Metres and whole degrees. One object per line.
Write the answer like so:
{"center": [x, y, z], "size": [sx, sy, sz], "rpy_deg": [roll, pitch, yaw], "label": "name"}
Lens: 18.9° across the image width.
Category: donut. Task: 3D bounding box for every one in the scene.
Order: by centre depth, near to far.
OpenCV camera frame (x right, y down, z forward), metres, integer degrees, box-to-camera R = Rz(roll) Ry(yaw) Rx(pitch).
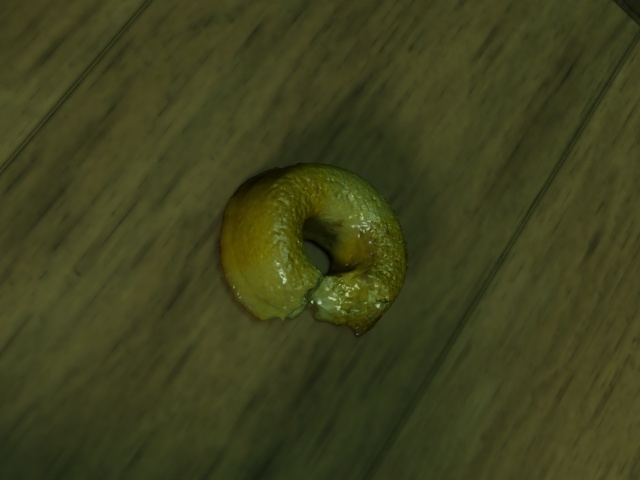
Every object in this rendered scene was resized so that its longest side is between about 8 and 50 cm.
{"center": [0.000, 0.000, 1.027], "size": [0.108, 0.043, 0.097], "rpy_deg": [3, 68, -35], "label": "donut"}
